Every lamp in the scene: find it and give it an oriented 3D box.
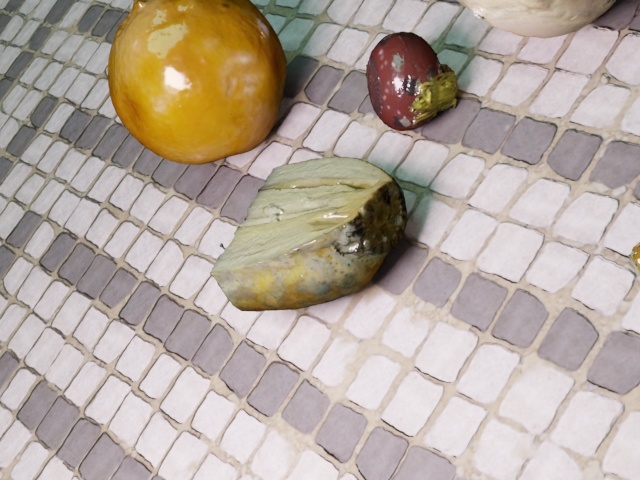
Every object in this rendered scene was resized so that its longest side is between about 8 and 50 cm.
[{"bbox_3d":[0.143,-0.249,1.855,0.135,0.156,0.157,-10,81,-10],"label":"lamp"}]

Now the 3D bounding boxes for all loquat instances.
[{"bbox_3d":[-0.214,-0.293,2.063,0.328,0.328,0.328,-24,46,27],"label":"loquat"}]

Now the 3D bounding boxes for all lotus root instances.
[{"bbox_3d":[0.014,-0.010,1.779,0.260,0.149,0.267,-10,35,32],"label":"lotus root"}]

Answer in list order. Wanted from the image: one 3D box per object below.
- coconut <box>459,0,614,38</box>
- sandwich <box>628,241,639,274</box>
[{"bbox_3d":[0.305,-0.466,1.722,0.353,0.353,0.352,-24,46,27],"label":"coconut"},{"bbox_3d":[0.478,0.061,1.287,0.198,0.155,0.227,-33,42,16],"label":"sandwich"}]
